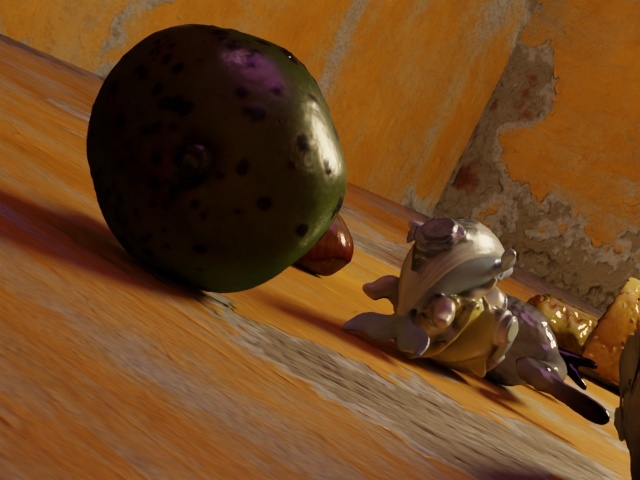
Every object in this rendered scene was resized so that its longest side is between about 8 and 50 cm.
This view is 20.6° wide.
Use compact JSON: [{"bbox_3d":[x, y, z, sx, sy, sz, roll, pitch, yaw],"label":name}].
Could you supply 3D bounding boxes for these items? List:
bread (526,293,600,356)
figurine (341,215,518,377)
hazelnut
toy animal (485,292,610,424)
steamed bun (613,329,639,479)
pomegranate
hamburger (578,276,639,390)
[{"bbox_3d":[0.459,0.180,2.574,0.367,0.084,0.077,28,-38,3],"label":"bread"},{"bbox_3d":[0.122,0.063,1.745,0.128,0.184,0.208,20,38,38],"label":"figurine"},{"bbox_3d":[0.000,0.000,2.048,0.086,0.086,0.086,26,5,-2],"label":"hazelnut"},{"bbox_3d":[0.212,0.113,1.879,0.195,0.090,0.324,27,3,3],"label":"toy animal"},{"bbox_3d":[0.392,0.172,1.383,0.394,0.237,0.346,-14,-59,45],"label":"steamed bun"},{"bbox_3d":[-0.103,-0.074,1.532,0.231,0.231,0.286,25,-5,-18],"label":"pomegranate"},{"bbox_3d":[0.468,0.163,2.419,0.207,0.155,0.135,36,12,20],"label":"hamburger"}]
